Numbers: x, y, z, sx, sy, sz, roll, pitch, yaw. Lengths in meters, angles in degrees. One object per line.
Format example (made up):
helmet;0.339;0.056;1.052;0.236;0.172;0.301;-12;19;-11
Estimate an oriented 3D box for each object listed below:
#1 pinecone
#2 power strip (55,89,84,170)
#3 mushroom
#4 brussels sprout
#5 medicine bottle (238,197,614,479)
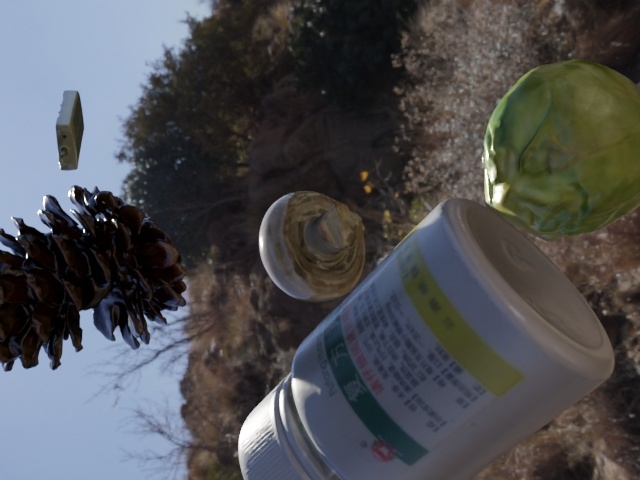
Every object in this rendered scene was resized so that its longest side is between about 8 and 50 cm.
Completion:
pinecone;-0.330;0.062;0.852;0.246;0.292;0.246;32;137;35
power strip;-0.420;-0.187;1.092;0.227;0.029;0.079;-115;26;-56
mushroom;0.000;0.000;1.123;0.204;0.204;0.204;-10;-90;-82
brussels sprout;0.296;-0.110;0.781;0.161;0.223;0.223;175;84;-78
medicine bottle;0.084;0.142;0.637;0.208;0.339;0.208;34;-154;-19
